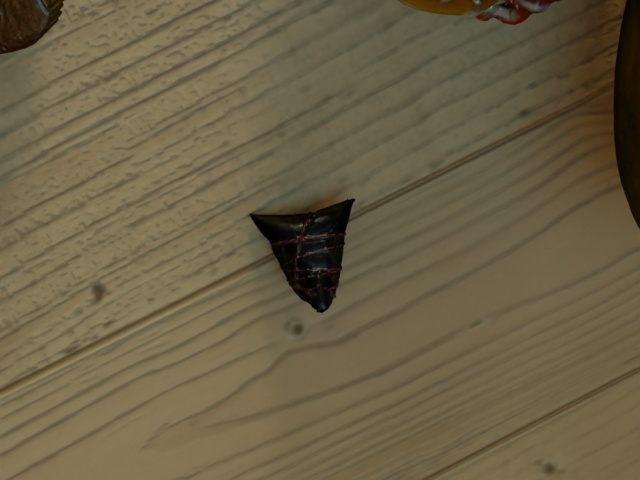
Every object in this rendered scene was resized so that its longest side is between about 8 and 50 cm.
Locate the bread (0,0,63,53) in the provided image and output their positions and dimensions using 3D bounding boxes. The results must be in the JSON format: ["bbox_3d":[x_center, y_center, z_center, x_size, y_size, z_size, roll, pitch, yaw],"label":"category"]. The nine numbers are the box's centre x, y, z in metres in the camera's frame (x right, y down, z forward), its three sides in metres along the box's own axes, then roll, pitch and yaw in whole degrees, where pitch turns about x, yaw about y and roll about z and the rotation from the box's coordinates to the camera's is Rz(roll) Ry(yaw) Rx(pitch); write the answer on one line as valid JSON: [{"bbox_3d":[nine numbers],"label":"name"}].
[{"bbox_3d":[-0.206,-0.161,0.967,0.085,0.053,0.085,2,116,3],"label":"bread"}]

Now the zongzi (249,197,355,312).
[{"bbox_3d":[0.000,0.000,1.106,0.073,0.067,0.083,-28,101,3],"label":"zongzi"}]

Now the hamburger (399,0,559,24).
[{"bbox_3d":[0.114,-0.289,0.967,0.227,0.151,0.295,25,105,-23],"label":"hamburger"}]

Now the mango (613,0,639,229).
[{"bbox_3d":[0.321,-0.177,1.001,0.220,0.301,0.445,5,104,-1],"label":"mango"}]
